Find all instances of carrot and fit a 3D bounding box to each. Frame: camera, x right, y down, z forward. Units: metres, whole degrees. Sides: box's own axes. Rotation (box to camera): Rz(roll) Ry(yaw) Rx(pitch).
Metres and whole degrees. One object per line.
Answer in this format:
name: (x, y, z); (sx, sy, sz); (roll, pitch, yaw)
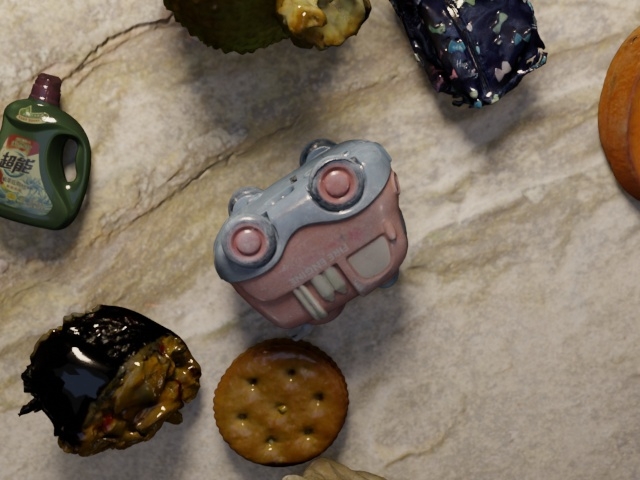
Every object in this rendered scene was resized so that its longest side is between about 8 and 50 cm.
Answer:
carrot: (0.558, -0.193, 0.828); (0.258, 0.100, 0.307); (5, 100, 1)

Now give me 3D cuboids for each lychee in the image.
lychee: (-0.094, -0.372, 0.705); (0.270, 0.270, 0.320); (-17, 95, 2)

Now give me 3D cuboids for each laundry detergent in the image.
laundry detergent: (-0.413, -0.135, 0.831); (0.144, 0.078, 0.222); (17, 96, -5)

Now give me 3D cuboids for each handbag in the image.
handbag: (0.202, -0.321, 0.795); (0.162, 0.113, 0.260); (-29, 97, -3)

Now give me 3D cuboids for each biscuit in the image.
biscuit: (-0.061, 0.265, 0.900); (0.220, 0.066, 0.220); (0, 99, -1)

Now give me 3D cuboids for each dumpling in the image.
dumpling: (0.062, 0.423, 0.916); (0.332, 0.166, 0.086); (28, 54, -21)

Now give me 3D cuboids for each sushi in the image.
sushi: (-0.308, 0.218, 0.836); (0.204, 0.213, 0.200); (34, 120, 8)

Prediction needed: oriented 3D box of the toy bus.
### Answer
toy bus: (0.000, 0.000, 0.807); (0.294, 0.197, 0.232); (-33, 108, 3)
